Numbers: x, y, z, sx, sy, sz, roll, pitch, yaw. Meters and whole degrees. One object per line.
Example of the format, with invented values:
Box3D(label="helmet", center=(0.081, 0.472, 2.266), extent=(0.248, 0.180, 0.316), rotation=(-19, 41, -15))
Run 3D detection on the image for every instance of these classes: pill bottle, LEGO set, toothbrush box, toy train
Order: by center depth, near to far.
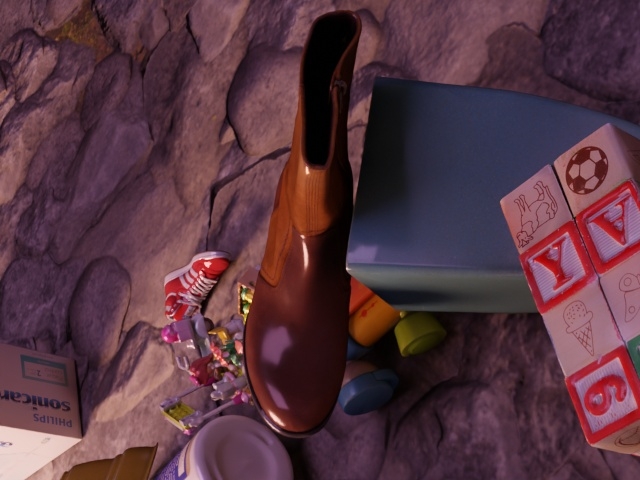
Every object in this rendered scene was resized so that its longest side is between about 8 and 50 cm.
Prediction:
Box3D(label="toy train", center=(0.075, 0.045, 1.102), extent=(0.248, 0.105, 0.143), rotation=(-44, 58, 25))
Box3D(label="LEGO set", center=(-0.105, 0.125, 1.172), extent=(0.132, 0.107, 0.287), rotation=(63, 157, 4))
Box3D(label="pill bottle", center=(-0.118, 0.269, 1.189), extent=(0.186, 0.112, 0.112), rotation=(-48, 45, 41))
Box3D(label="toothbrush box", center=(-0.486, 0.251, 1.512), extent=(0.295, 0.216, 0.126), rotation=(-36, 52, 33))

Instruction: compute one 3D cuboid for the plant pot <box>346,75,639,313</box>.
Box3D(label="plant pot", center=(0.166, -0.026, 0.960), extent=(0.234, 0.166, 0.165), rotation=(5, 77, 19))

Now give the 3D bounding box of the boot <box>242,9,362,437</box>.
Box3D(label="boot", center=(0.000, 0.000, 0.927), extent=(0.280, 0.096, 0.264), rotation=(104, 179, -65))

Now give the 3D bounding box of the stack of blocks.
Box3D(label="stack of blocks", center=(0.262, 0.056, 0.748), extent=(0.087, 0.297, 0.171), rotation=(-39, 50, 32))

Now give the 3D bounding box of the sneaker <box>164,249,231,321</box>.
Box3D(label="sneaker", center=(-0.145, 0.058, 1.361), extent=(0.118, 0.042, 0.067), rotation=(-31, 50, 44))

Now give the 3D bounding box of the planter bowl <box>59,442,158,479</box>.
Box3D(label="planter bowl", center=(-0.253, 0.310, 1.257), extent=(0.217, 0.090, 0.217), rotation=(-160, 90, -84))
